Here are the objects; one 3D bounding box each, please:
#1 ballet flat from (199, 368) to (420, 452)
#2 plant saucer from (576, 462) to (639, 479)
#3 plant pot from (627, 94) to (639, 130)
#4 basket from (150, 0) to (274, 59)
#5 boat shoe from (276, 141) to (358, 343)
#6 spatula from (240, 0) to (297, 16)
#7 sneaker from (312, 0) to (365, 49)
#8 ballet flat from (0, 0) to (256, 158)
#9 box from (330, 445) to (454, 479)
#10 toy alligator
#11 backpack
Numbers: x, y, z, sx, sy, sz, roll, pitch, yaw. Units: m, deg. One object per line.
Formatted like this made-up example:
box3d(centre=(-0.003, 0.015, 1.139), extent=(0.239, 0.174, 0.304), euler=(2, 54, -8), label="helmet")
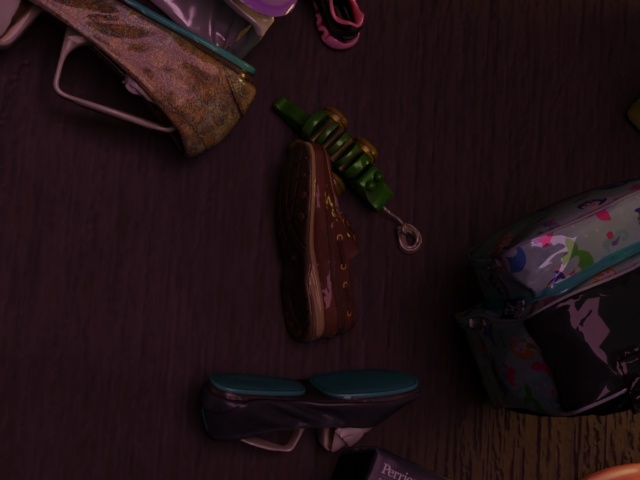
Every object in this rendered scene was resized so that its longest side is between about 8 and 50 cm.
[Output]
box3d(centre=(-0.011, 0.150, 1.486), extent=(0.203, 0.074, 0.074), euler=(1, 81, -23), label="ballet flat")
box3d(centre=(0.314, 0.367, 1.536), extent=(0.332, 0.084, 0.332), euler=(3, 81, -17), label="plant saucer")
box3d(centre=(0.468, -0.143, 1.595), extent=(0.228, 0.227, 0.207), euler=(43, 66, -6), label="plant pot")
box3d(centre=(-0.098, -0.253, 1.497), extent=(0.167, 0.113, 0.103), euler=(42, 69, -7), label="basket")
box3d(centre=(0.000, 0.000, 1.509), extent=(0.060, 0.064, 0.178), euler=(-5, 95, -28), label="boat shoe")
box3d(centre=(-0.004, -0.317, 1.467), extent=(0.084, 0.030, 0.296), euler=(34, 70, -14), label="spatula")
box3d(centre=(0.005, -0.234, 1.552), extent=(0.047, 0.057, 0.119), euler=(-33, 90, -17), label="sneaker")
box3d(centre=(-0.219, -0.188, 1.454), extent=(0.348, 0.123, 0.123), euler=(33, 74, -9), label="ballet flat")
box3d(centre=(0.063, 0.299, 1.457), extent=(0.153, 0.108, 0.207), euler=(24, 76, -11), label="box")
box3d(centre=(0.032, -0.063, 1.535), extent=(0.190, 0.051, 0.056), euler=(46, 72, -5), label="toy alligator")
box3d(centre=(0.235, 0.057, 1.474), extent=(0.225, 0.253, 0.191), euler=(-23, 84, -15), label="backpack")
